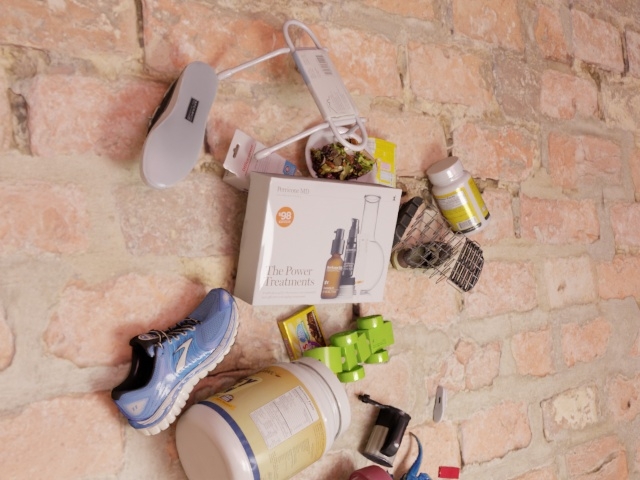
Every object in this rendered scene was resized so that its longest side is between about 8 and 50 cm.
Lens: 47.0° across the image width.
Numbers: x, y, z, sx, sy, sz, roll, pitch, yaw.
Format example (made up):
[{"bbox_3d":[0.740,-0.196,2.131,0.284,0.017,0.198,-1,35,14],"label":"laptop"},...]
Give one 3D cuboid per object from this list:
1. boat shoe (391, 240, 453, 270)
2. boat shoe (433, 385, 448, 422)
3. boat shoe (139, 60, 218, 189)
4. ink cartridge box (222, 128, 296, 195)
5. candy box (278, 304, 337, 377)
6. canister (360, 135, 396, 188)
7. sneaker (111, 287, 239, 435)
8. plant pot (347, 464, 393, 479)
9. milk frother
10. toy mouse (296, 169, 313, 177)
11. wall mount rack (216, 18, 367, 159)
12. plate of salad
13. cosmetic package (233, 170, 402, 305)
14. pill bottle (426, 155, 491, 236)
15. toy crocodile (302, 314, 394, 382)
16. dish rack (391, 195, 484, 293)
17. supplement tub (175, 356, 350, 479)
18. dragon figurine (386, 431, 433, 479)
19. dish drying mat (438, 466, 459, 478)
[{"bbox_3d":[0.293,0.044,2.007,0.223,0.073,0.080,-6,91,-39],"label":"boat shoe"},{"bbox_3d":[0.336,0.454,2.028,0.035,0.035,0.100,23,64,-33],"label":"boat shoe"},{"bbox_3d":[-0.306,-0.230,1.514,0.113,0.105,0.306,26,63,-31],"label":"boat shoe"},{"bbox_3d":[-0.150,-0.161,1.663,0.181,0.061,0.104,31,64,-34],"label":"ink cartridge box"},{"bbox_3d":[-0.026,0.267,1.745,0.105,0.027,0.206,-25,102,-38],"label":"candy box"},{"bbox_3d":[0.141,-0.173,1.904,0.126,0.073,0.170,10,77,-37],"label":"canister"},{"bbox_3d":[-0.287,0.216,1.465,0.147,0.130,0.330,51,57,-27],"label":"sneaker"},{"bbox_3d":[0.078,0.642,1.698,0.180,0.201,0.201,-10,92,-25],"label":"plant pot"},{"bbox_3d":[0.140,0.470,1.832,0.143,0.129,0.134,21,64,9],"label":"milk frother"},{"bbox_3d":[-0.039,-0.093,1.748,0.161,0.031,0.143,56,42,-53],"label":"toy mouse"},{"bbox_3d":[-0.053,-0.325,1.682,0.304,0.130,0.350,-18,78,-47],"label":"wall mount rack"},{"bbox_3d":[0.056,-0.196,1.795,0.200,0.048,0.200,11,66,-26],"label":"plate of salad"},{"bbox_3d":[0.000,0.000,1.690,0.377,0.097,0.284,1,100,-37],"label":"cosmetic package"},{"bbox_3d":[0.388,-0.125,2.078,0.119,0.119,0.208,-42,112,-35],"label":"pill bottle"},{"bbox_3d":[0.082,0.258,1.780,0.340,0.105,0.115,-18,98,-57],"label":"toy crocodile"},{"bbox_3d":[0.303,0.018,1.932,0.271,0.074,0.208,39,46,-3],"label":"dish rack"},{"bbox_3d":[-0.113,0.390,1.527,0.316,0.228,0.228,-22,99,-40],"label":"supplement tub"},{"bbox_3d":[0.207,0.633,1.865,0.144,0.085,0.289,18,75,-38],"label":"dragon figurine"},{"bbox_3d":[0.356,0.644,2.041,0.083,0.008,0.032,17,75,-39],"label":"dish drying mat"}]
